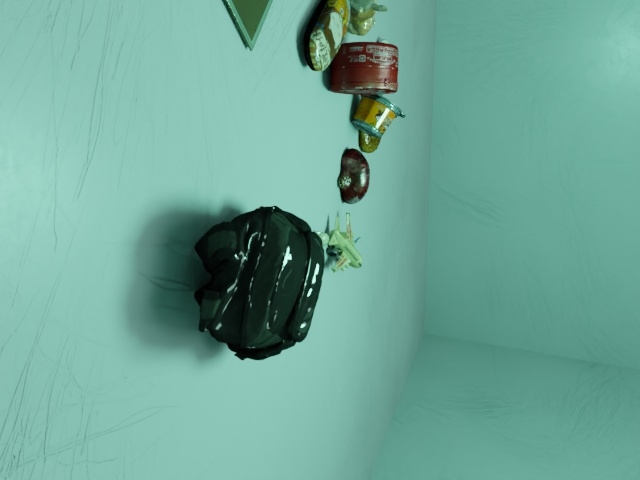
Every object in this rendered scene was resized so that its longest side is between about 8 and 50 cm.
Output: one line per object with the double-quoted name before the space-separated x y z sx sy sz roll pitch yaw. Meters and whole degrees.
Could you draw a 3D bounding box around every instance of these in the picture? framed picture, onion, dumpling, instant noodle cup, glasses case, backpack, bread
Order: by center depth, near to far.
"backpack" -0.136 0.086 1.226 0.446 0.254 0.363 64 37 -79
"framed picture" -0.173 -0.595 1.230 0.273 0.016 0.216 61 41 -58
"glasses case" 0.023 -0.630 1.655 0.122 0.082 0.321 74 30 -51
"dumpling" 0.001 0.001 1.866 0.059 0.043 0.077 -63 165 -7
"onion" 0.131 -0.232 2.059 0.151 0.098 0.206 -45 138 -62
"instant noodle cup" 0.198 -0.463 2.079 0.125 0.208 0.177 -61 163 1
"bread" 0.204 -0.442 2.241 0.193 0.064 0.193 9 90 -67

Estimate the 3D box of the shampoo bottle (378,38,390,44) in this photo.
"shampoo bottle" 0.253 -0.706 2.300 0.108 0.051 0.221 24 74 -72

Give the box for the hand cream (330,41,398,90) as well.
"hand cream" 0.142 -0.552 1.801 0.230 0.230 0.149 -26 120 -66

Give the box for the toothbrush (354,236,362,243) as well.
"toothbrush" 0.142 0.011 2.292 0.162 0.014 0.017 -33 146 -65

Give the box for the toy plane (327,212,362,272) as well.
"toy plane" 0.088 0.029 2.019 0.256 0.104 0.242 66 34 -55

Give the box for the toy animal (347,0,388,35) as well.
"toy animal" 0.153 -0.738 1.852 0.104 0.184 0.185 -50 158 -13
